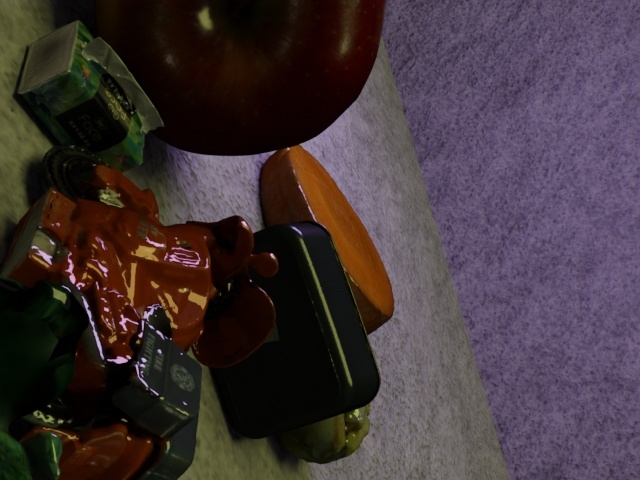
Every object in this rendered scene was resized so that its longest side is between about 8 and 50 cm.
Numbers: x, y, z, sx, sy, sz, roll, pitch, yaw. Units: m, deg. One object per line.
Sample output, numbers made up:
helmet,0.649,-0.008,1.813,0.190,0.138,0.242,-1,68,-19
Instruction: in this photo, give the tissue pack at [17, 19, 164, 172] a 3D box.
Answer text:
tissue pack,-0.191,-0.122,0.892,0.085,0.079,0.111,-97,160,-48

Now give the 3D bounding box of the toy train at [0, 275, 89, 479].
toy train,-0.198,0.065,0.338,0.266,0.202,0.145,54,21,-44

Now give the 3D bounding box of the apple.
apple,-0.081,-0.221,1.039,0.317,0.288,0.288,-141,-154,-77

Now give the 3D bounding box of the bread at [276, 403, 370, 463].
bread,-0.012,0.178,1.125,0.156,0.103,0.110,56,30,-27

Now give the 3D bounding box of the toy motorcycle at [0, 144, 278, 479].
toy motorcycle,-0.132,0.061,0.763,0.221,0.148,0.325,37,25,-24

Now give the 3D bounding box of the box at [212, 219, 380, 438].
box,-0.040,0.088,1.035,0.090,0.144,0.201,1,69,-71

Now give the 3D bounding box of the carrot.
carrot,0.000,0.000,1.452,0.258,0.100,0.307,46,19,-55
